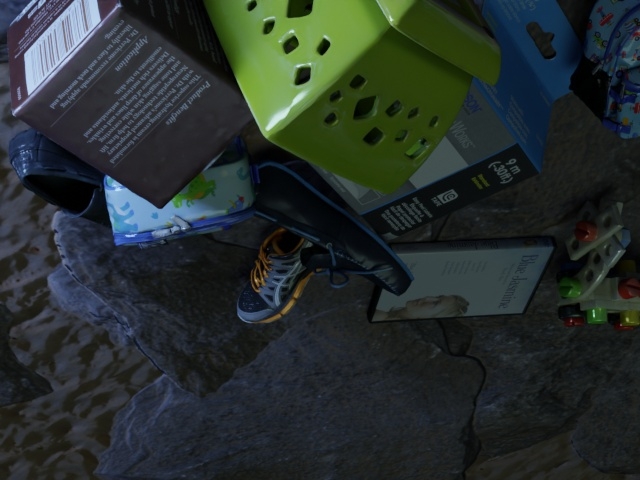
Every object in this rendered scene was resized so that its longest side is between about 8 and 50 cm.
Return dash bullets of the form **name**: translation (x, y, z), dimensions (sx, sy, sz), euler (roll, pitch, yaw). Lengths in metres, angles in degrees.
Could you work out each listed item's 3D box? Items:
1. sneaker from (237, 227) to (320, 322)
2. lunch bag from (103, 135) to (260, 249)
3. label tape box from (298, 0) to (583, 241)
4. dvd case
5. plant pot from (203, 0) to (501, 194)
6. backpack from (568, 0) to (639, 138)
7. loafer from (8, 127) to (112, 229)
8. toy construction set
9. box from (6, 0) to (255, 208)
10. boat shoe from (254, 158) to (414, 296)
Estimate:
- **sneaker**: translation (-0.053, 0.029, 1.942), dimensions (0.083, 0.084, 0.215), euler (21, 123, -37)
- **lunch bag**: translation (-0.159, -0.063, 1.665), dimensions (0.176, 0.219, 0.090), euler (-13, 104, -3)
- **label tape box**: translation (0.162, -0.153, 1.725), dimensions (0.334, 0.105, 0.240), euler (-24, 143, 17)
- **dvd case**: translation (0.206, 0.060, 2.104), dimensions (0.253, 0.022, 0.180), euler (-3, 143, -13)
- **plant pot**: translation (0.044, -0.216, 1.491), dimensions (0.207, 0.228, 0.227), euler (-40, 146, 23)
- **backpack**: translation (0.386, -0.227, 1.671), dimensions (0.158, 0.117, 0.173), euler (-17, 140, -16)
- **loafer**: translation (-0.294, -0.057, 1.747), dimensions (0.076, 0.078, 0.223), euler (-28, 142, 22)
- **toy construction set**: translation (0.468, 0.059, 2.069), dimensions (0.328, 0.151, 0.215), euler (23, 157, -29)
- **box**: translation (-0.196, -0.178, 1.487), dimensions (0.168, 0.167, 0.203), euler (-41, 127, 19)
- **boat shoe**: translation (0.000, 0.000, 1.834), dimensions (0.258, 0.089, 0.109), euler (36, 171, -9)
